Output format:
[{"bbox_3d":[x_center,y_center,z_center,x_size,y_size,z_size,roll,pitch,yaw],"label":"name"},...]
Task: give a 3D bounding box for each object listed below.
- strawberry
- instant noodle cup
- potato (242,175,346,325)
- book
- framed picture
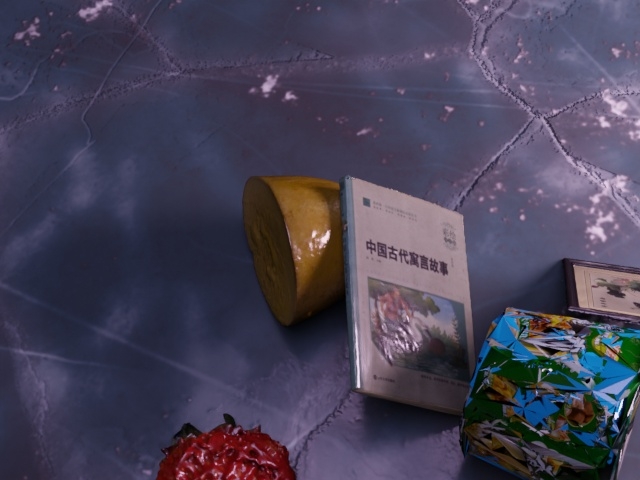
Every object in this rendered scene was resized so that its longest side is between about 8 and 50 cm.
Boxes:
[{"bbox_3d":[-0.106,0.324,1.240,0.188,0.106,0.286,-27,65,-6],"label":"strawberry"},{"bbox_3d":[0.273,0.185,1.216,0.178,0.240,0.240,18,66,20],"label":"instant noodle cup"},{"bbox_3d":[0.000,0.000,1.372,0.158,0.178,0.203,-8,39,-17],"label":"potato"},{"bbox_3d":[0.111,0.070,1.317,0.214,0.025,0.283,16,59,-37],"label":"book"},{"bbox_3d":[0.399,0.067,1.301,0.199,0.195,0.010,8,108,9],"label":"framed picture"}]
